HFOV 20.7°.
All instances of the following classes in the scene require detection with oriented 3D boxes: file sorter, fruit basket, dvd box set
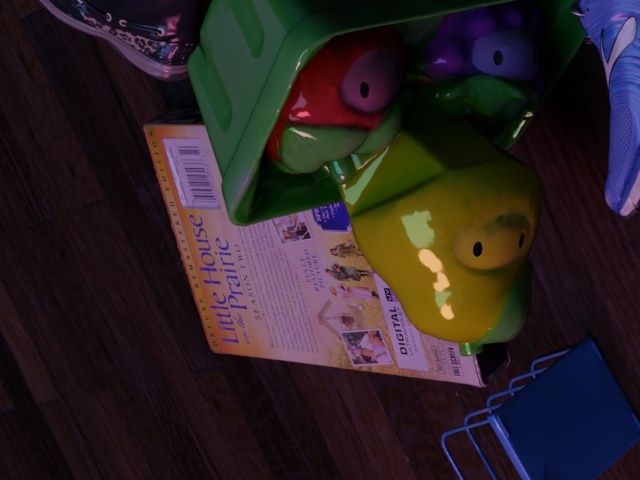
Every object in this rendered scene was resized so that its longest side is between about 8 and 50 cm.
[{"bbox_3d":[0.225,0.198,1.797,0.104,0.170,0.118,-27,95,51],"label":"file sorter"},{"bbox_3d":[0.098,-0.098,1.585,0.392,0.392,0.283,43,137,15],"label":"fruit basket"},{"bbox_3d":[0.000,0.000,1.971,0.420,0.062,0.308,3,116,43],"label":"dvd box set"}]

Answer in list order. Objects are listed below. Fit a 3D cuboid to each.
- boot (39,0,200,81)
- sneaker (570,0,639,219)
[{"bbox_3d":[-0.220,-0.308,1.976,0.236,0.085,0.179,35,132,14],"label":"boot"},{"bbox_3d":[0.300,-0.173,1.550,0.147,0.129,0.330,34,129,39],"label":"sneaker"}]
